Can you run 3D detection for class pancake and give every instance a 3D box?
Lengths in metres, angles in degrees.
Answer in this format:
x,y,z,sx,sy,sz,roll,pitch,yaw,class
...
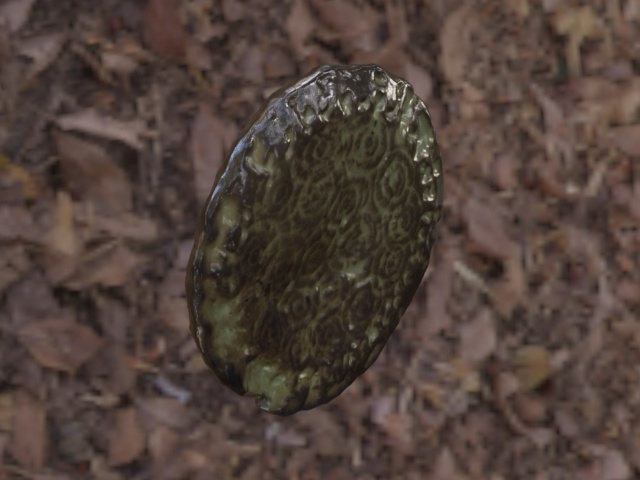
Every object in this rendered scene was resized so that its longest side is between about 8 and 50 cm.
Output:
x,y,z,sx,sy,sz,roll,pitch,yaw,class
0.001,0.000,0.933,0.199,0.021,0.199,-25,124,-43,pancake
